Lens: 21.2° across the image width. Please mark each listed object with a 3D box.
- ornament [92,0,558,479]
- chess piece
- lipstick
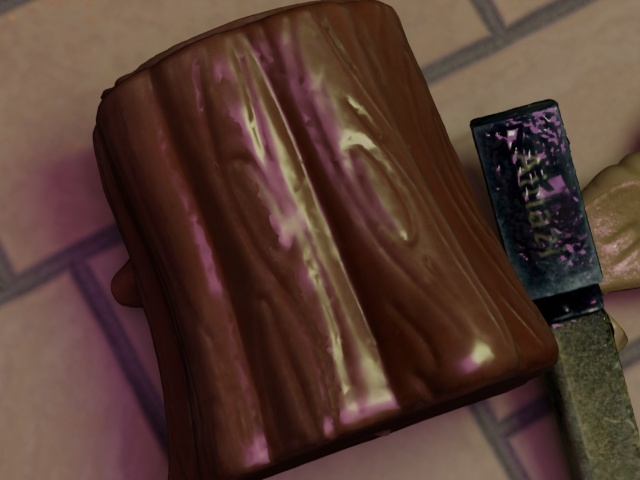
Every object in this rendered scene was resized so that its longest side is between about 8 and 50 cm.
[{"bbox_3d":[0.000,0.000,0.905,0.221,0.235,0.217,-14,79,-39],"label":"ornament"},{"bbox_3d":[0.186,-0.006,1.006,0.200,0.090,0.090,-44,91,-4],"label":"chess piece"},{"bbox_3d":[0.148,0.078,0.960,0.051,0.051,0.312,-15,98,4],"label":"lipstick"}]
